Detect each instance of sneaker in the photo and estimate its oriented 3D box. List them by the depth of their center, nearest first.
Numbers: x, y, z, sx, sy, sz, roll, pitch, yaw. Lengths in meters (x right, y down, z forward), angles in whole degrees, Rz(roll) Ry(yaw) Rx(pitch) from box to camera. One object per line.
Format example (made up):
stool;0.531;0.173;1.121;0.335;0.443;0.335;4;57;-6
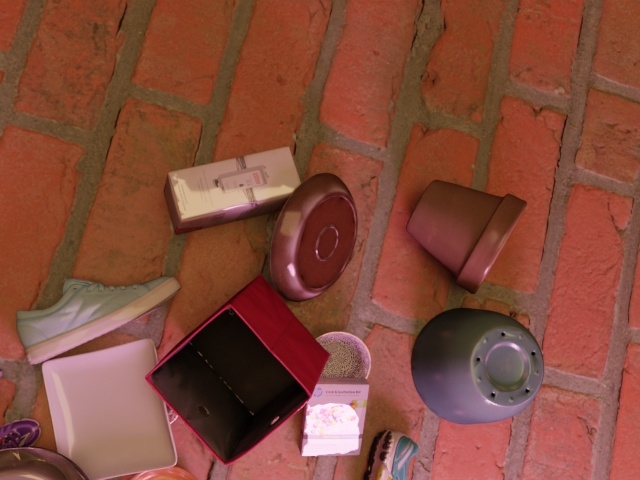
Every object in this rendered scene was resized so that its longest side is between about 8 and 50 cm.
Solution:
sneaker;-0.686;0.430;1.681;0.169;0.071;0.068;-14;85;-16
sneaker;-0.495;0.134;1.741;0.365;0.135;0.150;-24;90;-17
sneaker;0.158;0.588;1.850;0.110;0.107;0.275;25;77;-18

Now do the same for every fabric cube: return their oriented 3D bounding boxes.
fabric cube;-0.166;0.270;1.691;0.254;0.258;0.259;-41;92;14

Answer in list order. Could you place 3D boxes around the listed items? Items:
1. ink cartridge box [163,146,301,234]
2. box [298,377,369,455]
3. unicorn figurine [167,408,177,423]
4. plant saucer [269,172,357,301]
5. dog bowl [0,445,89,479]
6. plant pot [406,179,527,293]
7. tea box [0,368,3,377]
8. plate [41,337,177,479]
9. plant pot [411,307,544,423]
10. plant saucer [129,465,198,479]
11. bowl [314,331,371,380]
ink cartridge box;-0.205;-0.111;1.810;0.283;0.207;0.117;-14;85;-16
box;0.031;0.412;1.838;0.145;0.038;0.186;3;105;-14
unicorn figurine;-0.379;0.394;1.773;0.111;0.060;0.162;-23;73;-5
plant saucer;0.000;0.000;1.815;0.050;0.310;0.311;18;74;32
dog bowl;-0.623;0.590;1.631;0.348;0.102;0.349;0;89;-7
plant pot;0.344;-0.035;1.932;0.229;0.263;0.263;31;75;12
tea box;-0.886;0.294;1.576;0.329;0.220;0.323;40;74;-5
plate;-0.454;0.373;1.714;0.278;0.045;0.277;-14;83;12
plant pot;0.392;0.299;1.879;0.293;0.235;0.293;2;81;-13
plant saucer;-0.347;0.596;1.728;0.199;0.037;0.200;6;58;-11
bowl;0.029;0.280;1.861;0.170;0.080;0.170;-3;106;-10
